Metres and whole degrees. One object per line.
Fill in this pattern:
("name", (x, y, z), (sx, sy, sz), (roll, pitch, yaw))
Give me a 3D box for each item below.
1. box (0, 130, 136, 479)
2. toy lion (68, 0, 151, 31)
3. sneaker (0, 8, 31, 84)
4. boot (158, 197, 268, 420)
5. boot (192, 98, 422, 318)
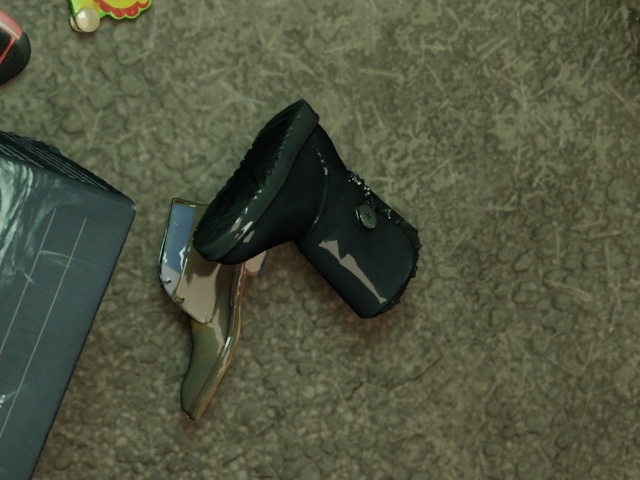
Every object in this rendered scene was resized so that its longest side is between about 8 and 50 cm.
("box", (-0.482, 0.087, 1.310), (0.472, 0.297, 0.479), (20, 94, -29))
("toy lion", (-0.212, -0.252, 1.516), (0.096, 0.034, 0.100), (-39, 107, -14))
("sneaker", (-0.399, -0.236, 1.420), (0.314, 0.136, 0.116), (19, 135, -36))
("boot", (-0.128, 0.064, 1.575), (0.106, 0.082, 0.219), (19, 84, -8))
("boot", (0.000, 0.000, 1.529), (0.094, 0.246, 0.207), (-31, 109, 34))
